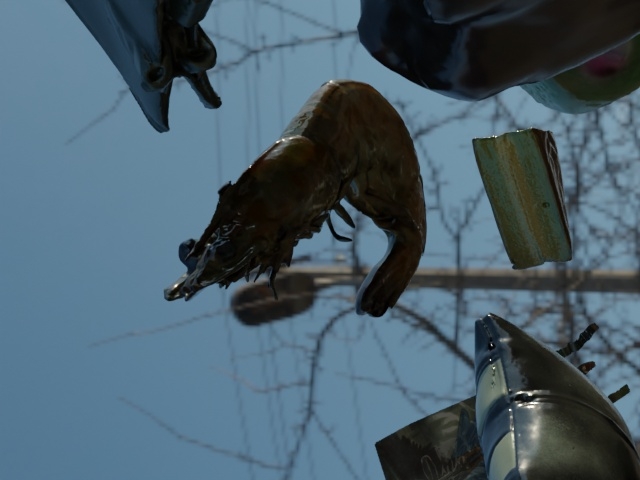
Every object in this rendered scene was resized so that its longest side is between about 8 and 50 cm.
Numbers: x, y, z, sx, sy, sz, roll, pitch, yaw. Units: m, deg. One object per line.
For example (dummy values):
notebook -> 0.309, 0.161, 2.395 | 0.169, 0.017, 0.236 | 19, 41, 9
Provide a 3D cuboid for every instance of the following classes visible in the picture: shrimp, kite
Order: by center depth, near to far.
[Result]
shrimp -> 0.000, 0.000, 0.917 | 0.296, 0.058, 0.169 | -47, -65, -46
kite -> 0.215, 0.227, 1.483 | 0.310, 0.015, 0.169 | -29, -75, -11

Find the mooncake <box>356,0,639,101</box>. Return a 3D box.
mooncake -> 0.159, -0.267, 0.821 | 0.381, 0.351, 0.212 | 106, 146, -68

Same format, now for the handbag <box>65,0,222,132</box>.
handbag -> -0.123, -0.215, 0.724 | 0.079, 0.260, 0.247 | -24, -21, -18

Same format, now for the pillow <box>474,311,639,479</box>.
pillow -> 0.192, 0.182, 1.015 | 0.186, 0.106, 0.250 | 46, -159, -24

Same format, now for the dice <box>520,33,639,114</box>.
dice -> 0.332, -0.384, 1.727 | 0.322, 0.330, 0.318 | 46, -175, -21

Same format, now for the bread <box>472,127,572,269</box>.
bread -> 0.207, -0.040, 1.335 | 0.084, 0.074, 0.139 | -4, -94, -66
